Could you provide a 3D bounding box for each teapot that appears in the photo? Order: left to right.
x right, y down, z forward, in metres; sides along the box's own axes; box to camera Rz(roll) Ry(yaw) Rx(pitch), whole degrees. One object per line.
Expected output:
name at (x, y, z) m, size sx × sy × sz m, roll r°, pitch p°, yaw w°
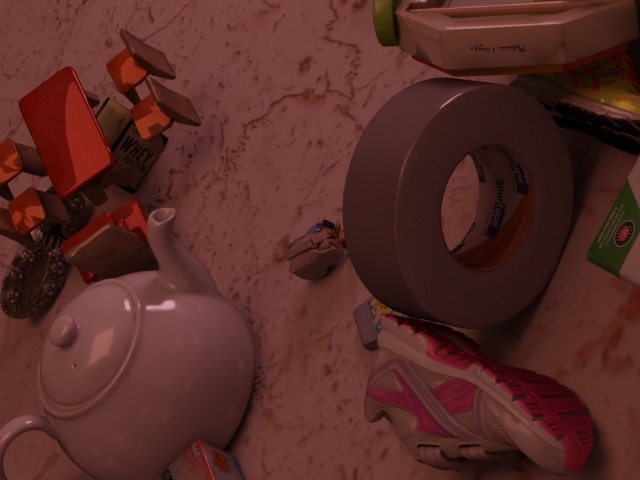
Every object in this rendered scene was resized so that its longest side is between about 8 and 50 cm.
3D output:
teapot at (-0.208, 0.134, 1.872) m, size 0.253 × 0.187 × 0.256 m, roll -23°, pitch 50°, yaw 36°

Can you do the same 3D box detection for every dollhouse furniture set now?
dollhouse furniture set at (-0.271, -0.082, 2.064) m, size 0.262 × 0.135 × 0.259 m, roll -35°, pitch 63°, yaw 14°

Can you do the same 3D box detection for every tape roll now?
tape roll at (0.125, -0.033, 1.604) m, size 0.072 × 0.219 × 0.219 m, roll 13°, pitch 75°, yaw 51°

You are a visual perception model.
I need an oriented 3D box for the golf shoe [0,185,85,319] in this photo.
golf shoe at (-0.344, 0.018, 2.214) m, size 0.176 × 0.069 × 0.086 m, roll -65°, pitch 19°, yaw -15°

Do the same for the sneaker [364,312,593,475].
sneaker at (0.133, 0.155, 1.573) m, size 0.252 × 0.103 × 0.111 m, roll 28°, pitch 102°, yaw 48°

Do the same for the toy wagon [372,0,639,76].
toy wagon at (0.208, -0.246, 1.702) m, size 0.267 × 0.068 × 0.344 m, roll -1°, pitch 26°, yaw 18°

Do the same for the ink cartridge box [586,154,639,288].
ink cartridge box at (0.337, -0.002, 1.454) m, size 0.208 × 0.087 × 0.153 m, roll 35°, pitch 98°, yaw 52°

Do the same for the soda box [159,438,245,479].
soda box at (-0.096, 0.281, 1.754) m, size 0.063 × 0.058 × 0.183 m, roll -45°, pitch 39°, yaw 16°

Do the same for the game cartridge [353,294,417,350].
game cartridge at (0.069, 0.068, 1.760) m, size 0.083 × 0.017 × 0.056 m, roll -39°, pitch 45°, yaw 21°

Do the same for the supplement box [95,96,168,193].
supplement box at (-0.243, -0.115, 2.186) m, size 0.083 × 0.056 × 0.083 m, roll -57°, pitch 39°, yaw 2°

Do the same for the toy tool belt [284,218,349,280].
toy tool belt at (0.000, 0.000, 1.852) m, size 0.083 × 0.052 × 0.051 m, roll -35°, pitch 52°, yaw 25°

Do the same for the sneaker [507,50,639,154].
sneaker at (0.258, -0.146, 1.654) m, size 0.094 × 0.081 × 0.208 m, roll -56°, pitch 38°, yaw -2°
